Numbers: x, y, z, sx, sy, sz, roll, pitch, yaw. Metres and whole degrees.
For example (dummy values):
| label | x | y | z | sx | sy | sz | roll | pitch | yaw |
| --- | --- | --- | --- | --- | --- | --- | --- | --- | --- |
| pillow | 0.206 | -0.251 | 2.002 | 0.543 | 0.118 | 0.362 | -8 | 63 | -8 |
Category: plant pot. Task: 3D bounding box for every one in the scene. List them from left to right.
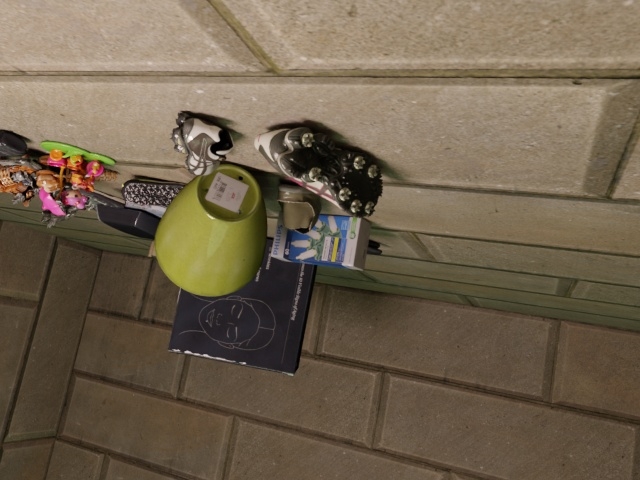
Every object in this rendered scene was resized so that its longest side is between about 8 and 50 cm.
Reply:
| label | x | y | z | sx | sy | sz | roll | pitch | yaw |
| --- | --- | --- | --- | --- | --- | --- | --- | --- | --- |
| plant pot | -0.233 | -0.044 | 1.301 | 0.274 | 0.275 | 0.293 | 13 | 156 | -13 |

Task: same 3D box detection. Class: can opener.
| label | x | y | z | sx | sy | sz | roll | pitch | yaw |
| --- | --- | --- | --- | --- | --- | --- | --- | --- | --- |
| can opener | 0.116 | 0.012 | 1.768 | 0.186 | 0.059 | 0.073 | 6 | 148 | -34 |

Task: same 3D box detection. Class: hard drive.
| label | x | y | z | sx | sy | sz | roll | pitch | yaw |
| --- | --- | --- | --- | --- | --- | --- | --- | --- | --- |
| hard drive | -0.555 | -0.047 | 1.753 | 0.171 | 0.054 | 0.254 | 9 | 170 | 16 |

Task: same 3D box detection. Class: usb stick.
| label | x | y | z | sx | sy | sz | roll | pitch | yaw |
| --- | --- | --- | --- | --- | --- | --- | --- | --- | --- |
| usb stick | -0.810 | -0.229 | 1.380 | 0.277 | 0.045 | 0.077 | 3 | 158 | 35 |

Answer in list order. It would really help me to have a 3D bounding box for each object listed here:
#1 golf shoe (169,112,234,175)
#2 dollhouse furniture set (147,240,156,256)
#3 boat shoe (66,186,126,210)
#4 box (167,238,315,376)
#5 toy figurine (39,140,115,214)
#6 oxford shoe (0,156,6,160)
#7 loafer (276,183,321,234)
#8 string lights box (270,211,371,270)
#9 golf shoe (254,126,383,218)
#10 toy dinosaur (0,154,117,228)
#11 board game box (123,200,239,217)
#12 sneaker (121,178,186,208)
| label | x | y | z | sx | sy | sz | roll | pitch | yaw |
| --- | --- | --- | --- | --- | --- | --- | --- | --- | --- |
| golf shoe | -0.198 | -0.160 | 1.026 | 0.093 | 0.077 | 0.198 | 10 | 172 | 5 |
| dollhouse furniture set | -0.636 | -0.016 | 2.102 | 0.101 | 0.161 | 0.182 | 15 | 169 | -25 |
| boat shoe | -0.731 | -0.125 | 1.855 | 0.206 | 0.065 | 0.075 | 19 | 167 | -41 |
| box | -0.277 | 0.230 | 2.193 | 0.471 | 0.480 | 0.297 | 11 | 172 | 3 |
| toy figurine | -0.597 | -0.135 | 1.362 | 0.173 | 0.159 | 0.130 | 11 | 171 | -9 |
| oxford shoe | -0.911 | -0.210 | 1.576 | 0.271 | 0.097 | 0.098 | -8 | -167 | 45 |
| loafer | -0.047 | -0.069 | 1.351 | 0.094 | 0.088 | 0.251 | 8 | 170 | 13 |
| string lights box | 0.000 | 0.000 | 1.569 | 0.259 | 0.134 | 0.076 | 5 | 171 | 29 |
| golf shoe | 0.008 | -0.126 | 0.997 | 0.120 | 0.105 | 0.272 | 23 | 176 | 45 |
| toy dinosaur | -0.708 | -0.147 | 1.479 | 0.321 | 0.165 | 0.218 | 14 | 156 | 0 |
| board game box | -0.445 | -0.084 | 1.772 | 0.318 | 0.066 | 0.318 | 15 | 169 | -21 |
| sneaker | -0.412 | -0.128 | 1.525 | 0.234 | 0.084 | 0.097 | 14 | -166 | -11 |
